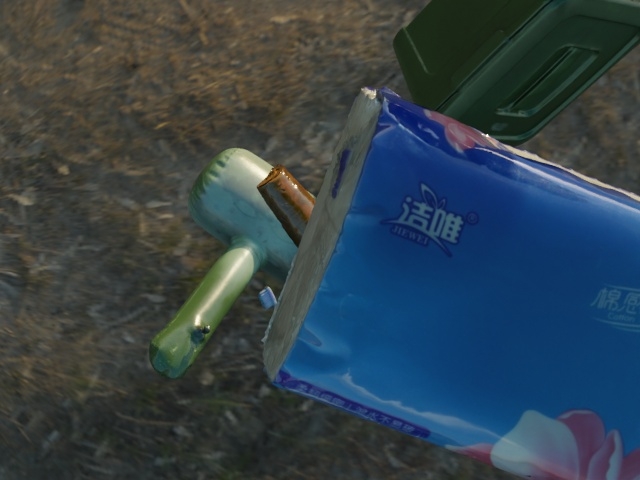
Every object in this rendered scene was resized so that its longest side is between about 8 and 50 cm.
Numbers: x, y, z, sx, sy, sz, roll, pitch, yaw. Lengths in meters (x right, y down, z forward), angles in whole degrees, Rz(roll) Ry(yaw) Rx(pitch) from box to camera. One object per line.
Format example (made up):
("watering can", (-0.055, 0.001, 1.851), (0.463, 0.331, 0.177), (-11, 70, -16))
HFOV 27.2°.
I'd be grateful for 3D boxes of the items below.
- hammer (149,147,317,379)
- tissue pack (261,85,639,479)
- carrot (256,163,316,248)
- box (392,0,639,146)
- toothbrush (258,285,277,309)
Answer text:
("hammer", (-0.113, 0.040, 1.614), (0.206, 0.119, 0.335), (33, 48, 1))
("tissue pack", (0.118, 0.038, 0.866), (0.269, 0.137, 0.209), (22, 90, -9))
("carrot", (0.000, 0.000, 1.253), (0.055, 0.055, 0.161), (-45, 102, -15))
("box", (0.266, -0.280, 1.793), (0.252, 0.328, 0.178), (-1, 57, -44))
("toothbrush", (-0.044, 0.129, 1.639), (0.019, 0.013, 0.193), (-37, 134, -21))
